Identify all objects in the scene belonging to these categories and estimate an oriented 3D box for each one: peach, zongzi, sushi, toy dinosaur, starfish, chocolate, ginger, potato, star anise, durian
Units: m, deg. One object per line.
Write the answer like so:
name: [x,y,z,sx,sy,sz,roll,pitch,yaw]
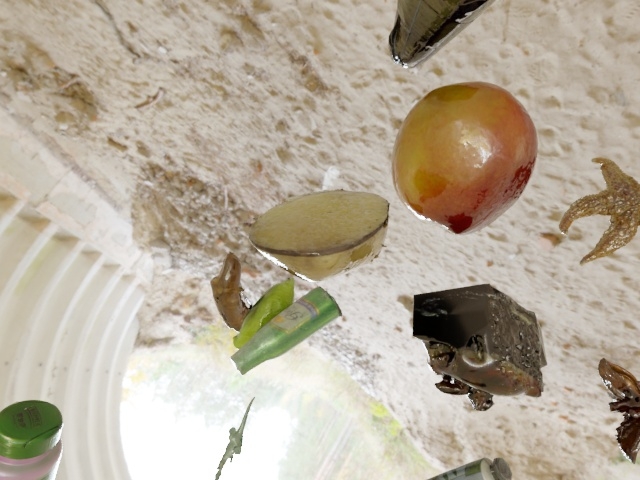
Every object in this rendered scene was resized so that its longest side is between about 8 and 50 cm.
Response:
peach: [0.307,-0.173,0.975,0.308,0.331,0.308,8,173,1]
zongzi: [0.195,-0.555,0.949,0.300,0.138,0.286,43,152,-12]
sushi: [0.332,0.229,0.903,0.216,0.212,0.227,-14,138,28]
toy dinosaur: [-0.202,0.478,1.052,0.044,0.187,0.106,18,134,-1]
starfish: [0.722,-0.066,1.010,0.303,0.298,0.060,10,159,20]
chocolate: [-0.090,0.229,1.099,0.110,0.291,0.110,42,150,31]
ginger: [-0.264,0.194,1.383,0.107,0.133,0.309,-107,-4,-57]
potato: [0.000,0.000,0.796,0.239,0.299,0.115,9,116,18]
star anise: [0.517,0.286,0.755,0.141,0.158,0.144,-3,155,-14]
durian: [-0.144,0.201,1.219,0.101,0.250,0.139,40,167,-22]

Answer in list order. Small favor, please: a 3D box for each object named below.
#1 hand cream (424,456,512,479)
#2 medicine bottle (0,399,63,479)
hand cream: [0.242,0.468,0.829,0.088,0.055,0.256,27,128,-23]
medicine bottle: [-0.564,0.436,0.815,0.134,0.274,0.133,21,-166,-6]
